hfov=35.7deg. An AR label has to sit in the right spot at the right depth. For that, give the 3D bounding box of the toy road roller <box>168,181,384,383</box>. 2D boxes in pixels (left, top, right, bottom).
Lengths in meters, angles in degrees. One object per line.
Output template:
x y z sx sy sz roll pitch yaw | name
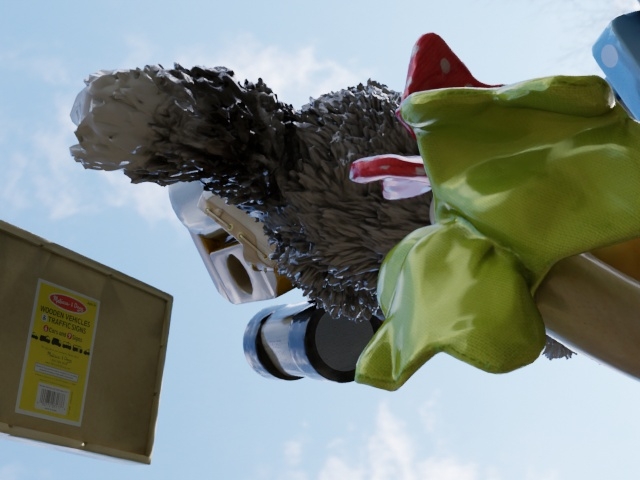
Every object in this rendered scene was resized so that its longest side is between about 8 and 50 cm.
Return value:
0.000 0.000 1.151 0.240 0.202 0.329 -30 -84 -25 | toy road roller

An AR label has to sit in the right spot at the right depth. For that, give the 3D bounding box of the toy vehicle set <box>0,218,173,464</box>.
-0.232 0.091 0.850 0.267 0.035 0.166 33 -123 -52 | toy vehicle set

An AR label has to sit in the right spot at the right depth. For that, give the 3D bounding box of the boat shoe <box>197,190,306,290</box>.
-0.053 0.002 0.971 0.170 0.059 0.063 45 -163 15 | boat shoe

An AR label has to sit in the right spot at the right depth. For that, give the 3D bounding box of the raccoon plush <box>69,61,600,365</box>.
0.073 -0.003 0.730 0.446 0.299 0.216 -3 -76 -38 | raccoon plush

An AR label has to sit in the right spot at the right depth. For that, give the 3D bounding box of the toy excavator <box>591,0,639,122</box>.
0.391 -0.137 1.208 0.433 0.445 0.222 -17 -116 -25 | toy excavator

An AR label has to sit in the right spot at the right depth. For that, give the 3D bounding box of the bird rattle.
0.105 0.006 0.466 0.207 0.253 0.143 30 -80 0 | bird rattle
